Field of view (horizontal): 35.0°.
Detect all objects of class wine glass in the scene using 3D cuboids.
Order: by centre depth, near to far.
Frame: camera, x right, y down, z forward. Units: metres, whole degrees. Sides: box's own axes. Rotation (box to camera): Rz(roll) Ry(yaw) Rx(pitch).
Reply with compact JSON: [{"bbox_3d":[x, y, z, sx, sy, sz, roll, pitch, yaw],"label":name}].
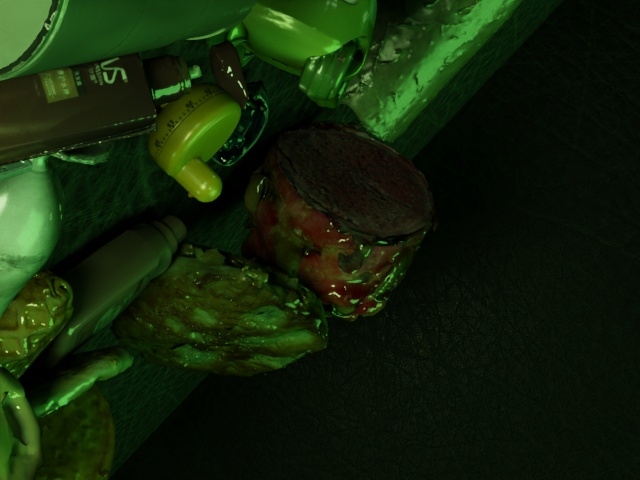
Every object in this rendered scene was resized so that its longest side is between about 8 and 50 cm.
[{"bbox_3d":[-0.250,-0.023,0.808,0.222,0.103,0.103,-52,171,32],"label":"wine glass"}]

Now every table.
[{"bbox_3d":[-0.131,-0.169,0.587,0.126,0.126,0.220,-50,172,29],"label":"table"}]

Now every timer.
[{"bbox_3d":[-0.124,-0.106,1.048,0.107,0.109,0.107,-46,173,-7],"label":"timer"}]

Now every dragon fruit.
[{"bbox_3d":[0.000,0.000,1.583,0.314,0.296,0.263,-38,160,-52],"label":"dragon fruit"}]

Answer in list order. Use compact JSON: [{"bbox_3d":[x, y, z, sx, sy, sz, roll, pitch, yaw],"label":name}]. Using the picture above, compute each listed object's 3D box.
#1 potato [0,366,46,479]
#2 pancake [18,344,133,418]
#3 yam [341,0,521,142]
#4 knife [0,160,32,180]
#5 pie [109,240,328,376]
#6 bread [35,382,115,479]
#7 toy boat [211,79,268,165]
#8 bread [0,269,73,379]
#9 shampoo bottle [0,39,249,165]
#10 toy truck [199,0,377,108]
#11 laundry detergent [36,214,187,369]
[{"bbox_3d":[-0.408,0.235,0.941,0.242,0.242,0.285,-48,-172,16],"label":"potato"},{"bbox_3d":[-0.353,0.185,1.265,0.254,0.037,0.253,-21,-174,2],"label":"pancake"},{"bbox_3d":[0.139,-0.291,1.354,0.304,0.168,0.168,-47,173,13],"label":"yam"},{"bbox_3d":[-0.292,-0.025,0.666,0.210,0.028,0.015,-23,144,-33],"label":"knife"},{"bbox_3d":[-0.150,0.105,1.452,0.355,0.288,0.103,-30,-136,46],"label":"pie"},{"bbox_3d":[-0.401,0.336,1.369,0.340,0.179,0.194,-20,154,-39],"label":"bread"},{"bbox_3d":[-0.100,-0.138,1.215,0.137,0.060,0.061,-48,-165,44],"label":"toy boat"},{"bbox_3d":[-0.404,0.174,1.127,0.367,0.077,0.084,-48,172,8],"label":"bread"},{"bbox_3d":[-0.167,-0.093,0.688,0.236,0.068,0.067,-18,-166,-17],"label":"shampoo bottle"},{"bbox_3d":[-0.010,-0.231,0.954,0.187,0.148,0.210,113,1,-77],"label":"toy truck"},{"bbox_3d":[-0.275,0.062,1.281,0.237,0.076,0.171,-43,177,-41],"label":"laundry detergent"}]
